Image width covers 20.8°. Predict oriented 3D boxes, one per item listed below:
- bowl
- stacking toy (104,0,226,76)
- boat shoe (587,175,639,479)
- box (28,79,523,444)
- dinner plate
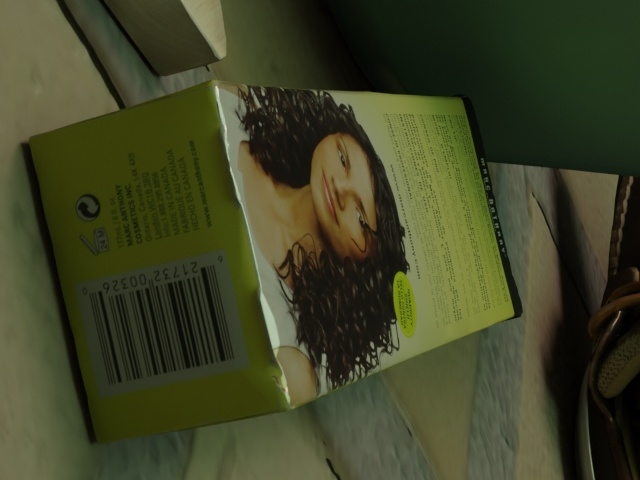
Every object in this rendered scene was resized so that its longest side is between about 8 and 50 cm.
[{"bbox_3d":[0.091,-0.154,0.715,0.311,0.163,0.312,-13,90,-70],"label":"bowl"},{"bbox_3d":[-0.040,-0.226,0.470,0.309,0.130,0.280,46,36,-52],"label":"stacking toy"},{"bbox_3d":[0.193,0.064,0.863,0.123,0.123,0.342,45,44,-56],"label":"boat shoe"},{"bbox_3d":[0.000,0.000,0.534,0.232,0.058,0.087,-13,90,-70],"label":"box"},{"bbox_3d":[0.153,0.128,0.904,0.141,0.017,0.141,-14,90,-69],"label":"dinner plate"}]
